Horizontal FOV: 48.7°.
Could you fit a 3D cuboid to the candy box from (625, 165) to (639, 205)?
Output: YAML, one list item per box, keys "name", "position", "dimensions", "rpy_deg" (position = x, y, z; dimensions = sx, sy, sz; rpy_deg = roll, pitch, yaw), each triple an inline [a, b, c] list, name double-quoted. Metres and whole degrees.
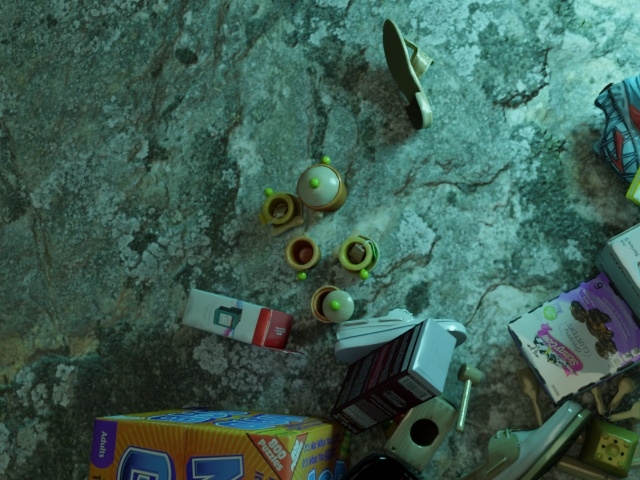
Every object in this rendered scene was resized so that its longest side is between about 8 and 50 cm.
- name: "candy box"
  position: [0.629, -0.077, 1.225]
  dimensions: [0.206, 0.027, 0.105]
  rpy_deg: [26, 91, -20]

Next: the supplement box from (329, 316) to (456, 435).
- name: "supplement box"
  position: [0.128, 0.249, 1.274]
  dimensions: [0.073, 0.130, 0.239]
  rpy_deg: [40, 134, -11]

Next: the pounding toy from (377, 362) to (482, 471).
- name: "pounding toy"
  position: [0.195, 0.296, 1.267]
  dimensions: [0.094, 0.181, 0.206]
  rpy_deg: [33, 91, -2]

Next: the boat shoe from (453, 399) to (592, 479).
- name: "boat shoe"
  position: [0.340, 0.379, 1.236]
  dimensions: [0.302, 0.113, 0.103]
  rpy_deg: [-53, 57, 16]

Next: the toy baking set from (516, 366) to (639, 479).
- name: "toy baking set"
  position: [0.471, 0.327, 1.269]
  dimensions: [0.256, 0.030, 0.196]
  rpy_deg: [12, 81, 19]

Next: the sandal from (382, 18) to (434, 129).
- name: "sandal"
  position: [0.202, -0.347, 1.461]
  dimensions: [0.079, 0.088, 0.239]
  rpy_deg: [-15, 82, -18]

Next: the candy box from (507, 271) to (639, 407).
- name: "candy box"
  position: [0.460, 0.177, 1.258]
  dimensions: [0.196, 0.070, 0.164]
  rpy_deg: [-30, 66, 5]

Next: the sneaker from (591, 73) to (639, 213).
- name: "sneaker"
  position: [0.572, -0.166, 1.303]
  dimensions: [0.125, 0.104, 0.261]
  rpy_deg: [-11, 84, 44]

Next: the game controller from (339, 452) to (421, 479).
- name: "game controller"
  position: [0.132, 0.489, 1.226]
  dimensions: [0.166, 0.319, 0.067]
  rpy_deg: [-39, 30, 9]

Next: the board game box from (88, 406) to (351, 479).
- name: "board game box"
  position: [-0.168, 0.498, 1.262]
  dimensions: [0.357, 0.356, 0.356]
  rpy_deg: [0, 81, 18]

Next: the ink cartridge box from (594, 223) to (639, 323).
- name: "ink cartridge box"
  position: [0.551, 0.063, 1.190]
  dimensions: [0.093, 0.212, 0.154]
  rpy_deg: [-31, 72, 10]

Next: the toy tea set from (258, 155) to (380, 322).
- name: "toy tea set"
  position: [0.000, 0.000, 1.422]
  dimensions: [0.200, 0.124, 0.335]
  rpy_deg: [-30, 73, 10]

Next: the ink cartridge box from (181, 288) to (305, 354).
- name: "ink cartridge box"
  position: [-0.145, 0.167, 1.433]
  dimensions: [0.231, 0.134, 0.077]
  rpy_deg: [13, 84, 18]

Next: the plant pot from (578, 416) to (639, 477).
- name: "plant pot"
  position: [0.491, 0.352, 1.195]
  dimensions: [0.081, 0.083, 0.081]
  rpy_deg: [19, 83, 20]

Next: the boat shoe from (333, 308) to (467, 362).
- name: "boat shoe"
  position: [0.149, 0.172, 1.361]
  dimensions: [0.258, 0.095, 0.084]
  rpy_deg: [-8, 52, 13]
